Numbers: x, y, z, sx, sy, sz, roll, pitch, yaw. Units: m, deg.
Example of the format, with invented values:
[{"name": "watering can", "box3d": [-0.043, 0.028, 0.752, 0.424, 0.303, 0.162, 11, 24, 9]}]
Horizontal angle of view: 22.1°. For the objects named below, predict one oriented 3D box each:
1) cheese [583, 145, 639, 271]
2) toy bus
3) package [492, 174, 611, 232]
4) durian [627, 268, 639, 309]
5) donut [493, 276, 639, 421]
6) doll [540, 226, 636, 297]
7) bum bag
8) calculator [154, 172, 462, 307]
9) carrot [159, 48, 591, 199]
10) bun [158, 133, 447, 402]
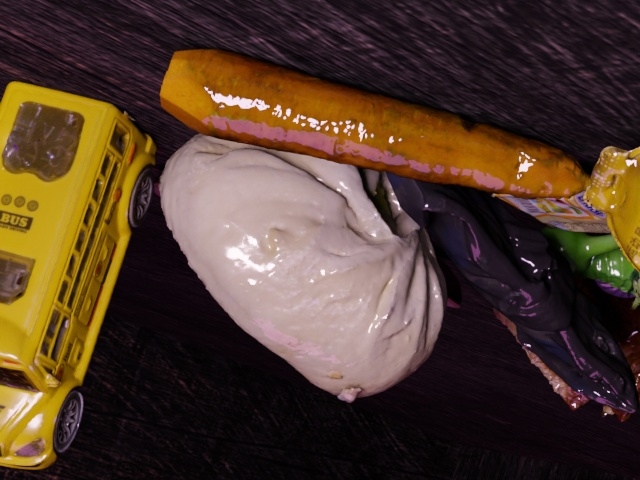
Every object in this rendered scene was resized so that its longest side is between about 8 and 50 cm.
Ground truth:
[{"name": "cheese", "box3d": [0.292, 0.006, 1.062, 0.250, 0.064, 0.156, 26, 139, 11]}, {"name": "toy bus", "box3d": [-0.265, 0.033, 1.472, 0.144, 0.330, 0.152, 14, 166, 12]}, {"name": "package", "box3d": [0.198, -0.030, 1.250, 0.121, 0.031, 0.108, 4, 164, 45]}, {"name": "durian", "box3d": [0.320, 0.043, 1.200, 0.132, 0.106, 0.375, 14, 165, -24]}, {"name": "donut", "box3d": [0.261, 0.086, 1.570, 0.126, 0.144, 0.186, 35, -169, -43]}, {"name": "doll", "box3d": [0.256, 0.020, 1.388, 0.190, 0.050, 0.115, 14, 164, -11]}, {"name": "bum bag", "box3d": [0.151, 0.022, 1.292, 0.310, 0.074, 0.137, 45, -173, -28]}, {"name": "calculator", "box3d": [-0.019, -0.009, 1.672, 0.330, 0.048, 0.220, 25, 168, -30]}, {"name": "carrot", "box3d": [0.040, -0.075, 1.170, 0.314, 0.066, 0.066, 15, 170, 2]}, {"name": "bun", "box3d": [0.000, 0.000, 1.304, 0.259, 0.160, 0.259, 48, -174, -6]}]
